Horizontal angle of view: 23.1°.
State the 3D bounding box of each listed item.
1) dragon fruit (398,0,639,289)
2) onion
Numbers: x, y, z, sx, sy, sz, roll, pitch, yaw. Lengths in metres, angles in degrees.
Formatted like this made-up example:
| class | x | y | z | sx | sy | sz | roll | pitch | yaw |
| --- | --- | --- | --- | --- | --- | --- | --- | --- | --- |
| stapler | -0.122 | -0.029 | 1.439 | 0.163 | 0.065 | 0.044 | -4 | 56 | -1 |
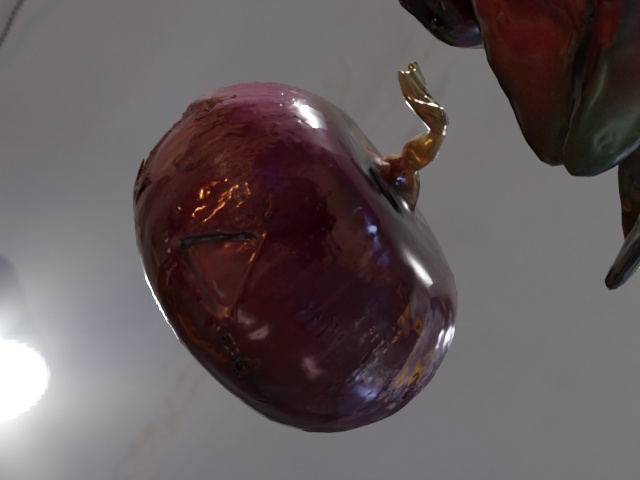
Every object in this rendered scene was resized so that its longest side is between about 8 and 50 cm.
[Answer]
| class | x | y | z | sx | sy | sz | roll | pitch | yaw |
| --- | --- | --- | --- | --- | --- | --- | --- | --- | --- |
| dragon fruit | 0.105 | -0.122 | 0.475 | 0.192 | 0.274 | 0.193 | 10 | -3 | -6 |
| onion | -0.008 | 0.006 | 0.747 | 0.153 | 0.177 | 0.177 | -9 | -38 | 16 |
